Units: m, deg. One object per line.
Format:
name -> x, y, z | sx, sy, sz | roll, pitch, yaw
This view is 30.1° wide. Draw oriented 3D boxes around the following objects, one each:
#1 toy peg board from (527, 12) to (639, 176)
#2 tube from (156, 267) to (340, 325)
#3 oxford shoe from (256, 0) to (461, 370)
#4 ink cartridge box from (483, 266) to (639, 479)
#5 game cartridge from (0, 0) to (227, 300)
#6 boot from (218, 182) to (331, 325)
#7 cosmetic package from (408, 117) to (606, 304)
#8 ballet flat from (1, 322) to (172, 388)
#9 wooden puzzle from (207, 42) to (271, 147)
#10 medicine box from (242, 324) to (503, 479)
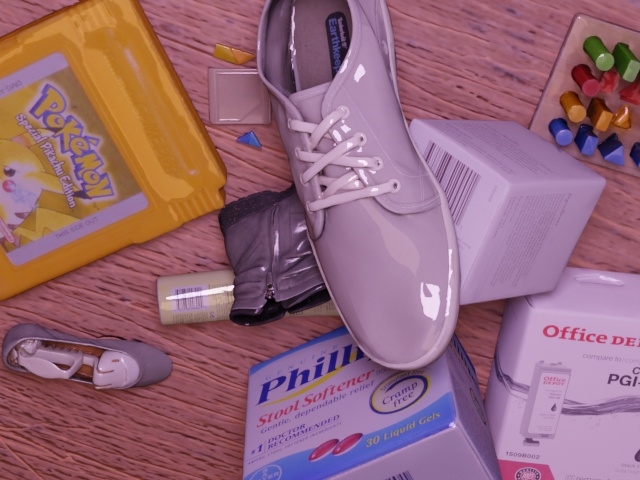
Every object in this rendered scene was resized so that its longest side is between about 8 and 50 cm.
toy peg board -> 0.339, -0.151, 1.344 | 0.161, 0.079, 0.161 | 16, 114, -8
tube -> -0.078, 0.064, 1.457 | 0.240, 0.062, 0.070 | -6, 159, -4
oxford shoe -> 0.029, -0.082, 1.232 | 0.169, 0.130, 0.449 | -16, 83, 28
ink cartridge box -> 0.320, 0.186, 1.484 | 0.207, 0.117, 0.283 | 6, 116, -4
game cartridge -> -0.301, -0.105, 1.371 | 0.323, 0.053, 0.285 | -22, 114, 11
boot -> 0.000, 0.000, 1.358 | 0.246, 0.161, 0.083 | -26, 143, 15
cosmetic package -> 0.183, -0.036, 1.314 | 0.183, 0.151, 0.151 | -3, 124, -43
ballet flat -> -0.293, 0.157, 1.488 | 0.213, 0.068, 0.072 | 12, 115, -7
wooden puzzle -> -0.093, -0.167, 1.366 | 0.078, 0.014, 0.116 | 8, 115, 0
medicine box -> 0.056, 0.229, 1.405 | 0.263, 0.289, 0.149 | -25, 116, 11
